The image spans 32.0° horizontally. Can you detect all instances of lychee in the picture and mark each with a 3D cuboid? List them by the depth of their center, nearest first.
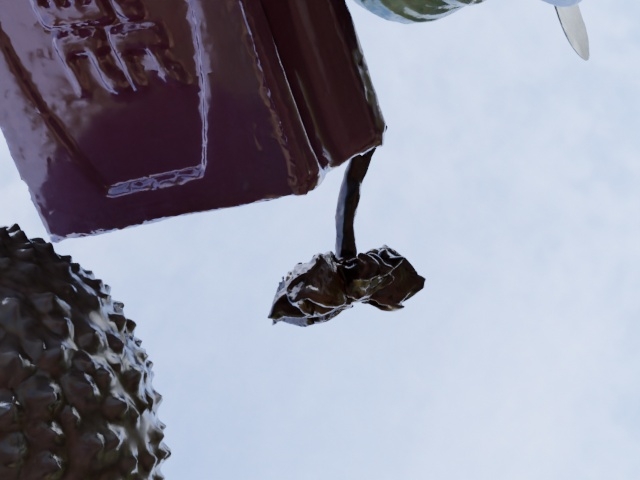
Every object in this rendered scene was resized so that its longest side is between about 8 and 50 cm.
[{"bbox_3d":[-0.238,0.127,0.657,0.300,0.300,0.300,-18,-57,-30],"label":"lychee"}]

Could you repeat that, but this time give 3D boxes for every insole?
[{"bbox_3d":[0.257,-0.262,1.176,0.004,0.197,0.065,-30,-46,32],"label":"insole"}]

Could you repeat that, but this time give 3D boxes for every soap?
[{"bbox_3d":[-0.127,-0.191,0.709,0.128,0.233,0.359,-41,-64,-53],"label":"soap"}]

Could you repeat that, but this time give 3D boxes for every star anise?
[{"bbox_3d":[0.009,-0.002,0.921,0.141,0.158,0.144,-17,-98,-2],"label":"star anise"}]

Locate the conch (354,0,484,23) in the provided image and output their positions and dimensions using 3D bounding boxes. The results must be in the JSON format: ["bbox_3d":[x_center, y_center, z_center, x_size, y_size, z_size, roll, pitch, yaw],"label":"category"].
[{"bbox_3d":[0.106,-0.339,1.189,0.220,0.277,0.195,-39,-36,-6],"label":"conch"}]

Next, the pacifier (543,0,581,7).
[{"bbox_3d":[0.106,-0.284,0.741,0.279,0.227,0.207,40,-90,-18],"label":"pacifier"}]
